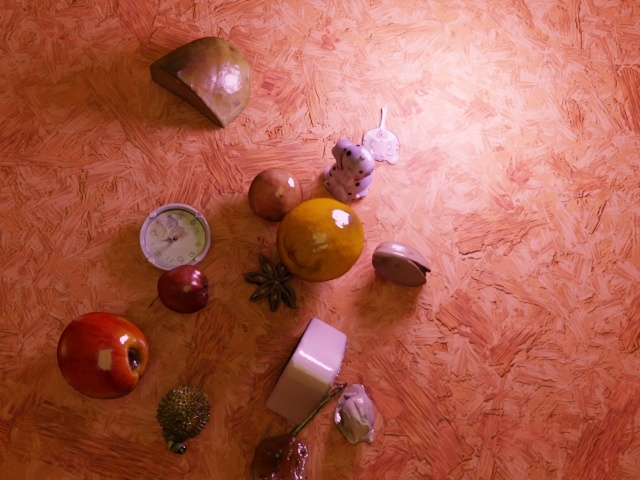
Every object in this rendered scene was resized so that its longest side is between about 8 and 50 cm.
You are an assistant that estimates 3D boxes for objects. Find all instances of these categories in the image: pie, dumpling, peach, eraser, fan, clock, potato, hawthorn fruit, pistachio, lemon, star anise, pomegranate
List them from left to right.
[{"bbox_3d":[-0.664,0.352,1.597,0.281,0.238,0.280,6,112,16],"label":"peach"},{"bbox_3d":[-0.490,-0.008,1.784,0.237,0.053,0.236,2,80,-9],"label":"clock"},{"bbox_3d":[-0.469,0.162,1.710,0.204,0.162,0.162,-3,79,2],"label":"hawthorn fruit"},{"bbox_3d":[-0.387,-0.608,1.842,0.330,0.213,0.280,36,77,-1],"label":"potato"},{"bbox_3d":[-0.169,0.140,1.788,0.197,0.073,0.212,10,74,-9],"label":"star anise"},{"bbox_3d":[-0.156,-0.158,1.796,0.191,0.191,0.191,2,78,-8],"label":"pomegranate"},{"bbox_3d":[-0.130,0.697,1.642,0.195,0.046,0.195,3,39,-2],"label":"pie"},{"bbox_3d":[-0.037,0.403,1.631,0.150,0.331,0.331,31,76,0],"label":"eraser"},{"bbox_3d":[-0.001,0.000,1.724,0.297,0.297,0.297,2,78,-8],"label":"lemon"},{"bbox_3d":[0.111,-0.253,1.819,0.189,0.254,0.188,1,75,-3],"label":"clock"},{"bbox_3d":[0.111,0.574,1.720,0.136,0.118,0.199,-18,53,3],"label":"dumpling"},{"bbox_3d":[0.230,-0.400,1.987,0.153,0.008,0.226,7,78,-5],"label":"fan"},{"bbox_3d":[0.284,0.082,1.831,0.238,0.153,0.137,26,85,-29],"label":"pistachio"}]

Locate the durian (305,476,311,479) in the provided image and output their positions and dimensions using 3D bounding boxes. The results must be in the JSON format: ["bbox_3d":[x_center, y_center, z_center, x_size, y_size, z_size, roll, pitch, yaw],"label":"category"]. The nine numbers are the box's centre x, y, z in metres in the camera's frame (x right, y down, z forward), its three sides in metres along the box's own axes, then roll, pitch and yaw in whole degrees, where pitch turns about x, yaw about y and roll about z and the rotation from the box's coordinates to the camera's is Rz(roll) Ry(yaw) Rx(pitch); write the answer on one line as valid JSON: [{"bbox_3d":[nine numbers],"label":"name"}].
[{"bbox_3d":[-0.102,0.790,1.653,0.221,0.095,0.137,32,76,-6],"label":"durian"}]

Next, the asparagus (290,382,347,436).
[{"bbox_3d":[-0.004,0.557,1.749,0.248,0.024,0.025,-42,129,-14],"label":"asparagus"}]

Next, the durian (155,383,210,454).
[{"bbox_3d":[-0.426,0.540,1.633,0.146,0.159,0.198,18,104,25],"label":"durian"}]
